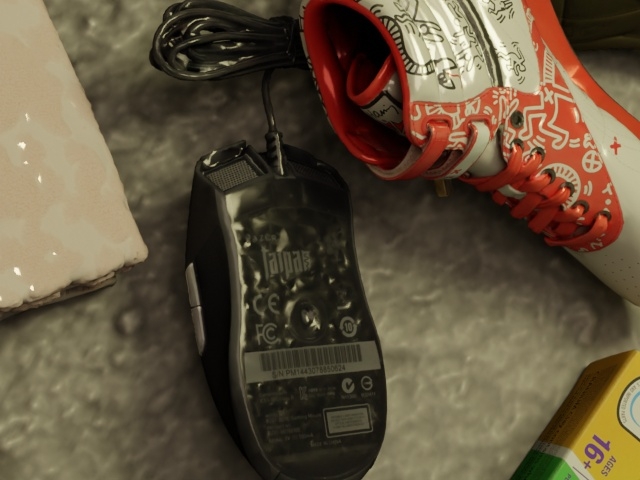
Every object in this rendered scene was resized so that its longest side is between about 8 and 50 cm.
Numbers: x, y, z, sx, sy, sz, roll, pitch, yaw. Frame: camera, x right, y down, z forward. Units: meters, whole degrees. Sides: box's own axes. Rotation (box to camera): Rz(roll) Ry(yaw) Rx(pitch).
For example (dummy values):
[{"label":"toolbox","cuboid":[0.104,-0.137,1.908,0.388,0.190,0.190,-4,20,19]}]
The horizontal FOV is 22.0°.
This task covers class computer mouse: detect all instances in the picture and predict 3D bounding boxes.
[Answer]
[{"label":"computer mouse","cuboid":[0.000,0.000,0.880,0.184,0.060,0.262,-9,84,-37]}]

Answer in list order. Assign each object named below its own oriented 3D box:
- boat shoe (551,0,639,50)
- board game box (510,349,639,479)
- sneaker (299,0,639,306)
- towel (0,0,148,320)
[{"label":"boat shoe","cuboid":[0.169,-0.158,0.955,0.223,0.080,0.073,11,47,-4]},{"label":"board game box","cuboid":[0.213,0.250,0.875,0.316,0.064,0.242,39,70,-5]},{"label":"sneaker","cuboid":[0.093,-0.046,0.867,0.145,0.090,0.270,-38,100,-37]},{"label":"towel","cuboid":[-0.257,-0.086,0.745,0.332,0.053,0.317,-19,83,-51]}]
